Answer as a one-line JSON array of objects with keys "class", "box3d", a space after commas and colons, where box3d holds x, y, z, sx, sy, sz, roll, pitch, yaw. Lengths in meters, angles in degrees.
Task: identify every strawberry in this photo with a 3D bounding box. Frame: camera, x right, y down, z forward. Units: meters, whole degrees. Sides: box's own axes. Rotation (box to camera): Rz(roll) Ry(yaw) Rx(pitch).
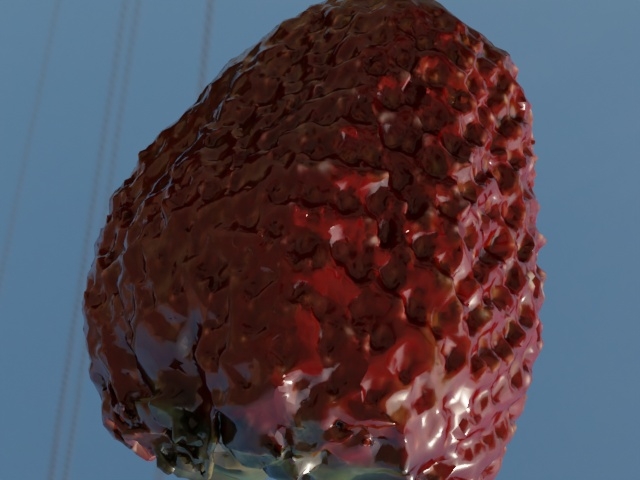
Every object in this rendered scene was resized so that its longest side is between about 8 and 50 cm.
[{"class": "strawberry", "box3d": [0.000, 0.000, 1.220, 0.312, 0.267, 0.351, 15, -95, 18]}]
